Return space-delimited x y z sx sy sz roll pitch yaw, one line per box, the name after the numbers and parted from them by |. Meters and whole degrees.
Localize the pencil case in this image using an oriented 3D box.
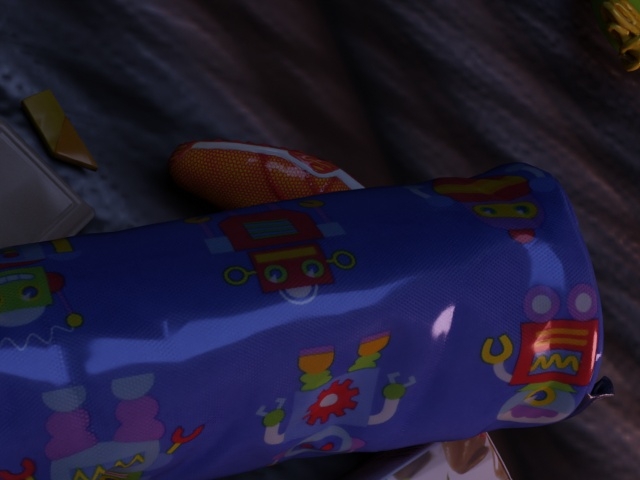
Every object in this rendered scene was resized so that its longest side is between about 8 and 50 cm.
-0.026 0.048 0.491 0.306 0.133 0.119 -10 43 -20 | pencil case

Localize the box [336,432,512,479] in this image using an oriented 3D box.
-0.042 0.179 0.496 0.324 0.067 0.063 -26 87 -33 | box

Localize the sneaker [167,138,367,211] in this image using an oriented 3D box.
0.000 0.000 0.581 0.175 0.064 0.067 26 73 -16 | sneaker

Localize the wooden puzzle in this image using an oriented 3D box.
-0.153 -0.016 0.532 0.078 0.014 0.116 49 58 -1 | wooden puzzle

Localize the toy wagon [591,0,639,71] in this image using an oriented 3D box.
0.268 -0.227 0.797 0.267 0.068 0.344 43 60 -9 | toy wagon
